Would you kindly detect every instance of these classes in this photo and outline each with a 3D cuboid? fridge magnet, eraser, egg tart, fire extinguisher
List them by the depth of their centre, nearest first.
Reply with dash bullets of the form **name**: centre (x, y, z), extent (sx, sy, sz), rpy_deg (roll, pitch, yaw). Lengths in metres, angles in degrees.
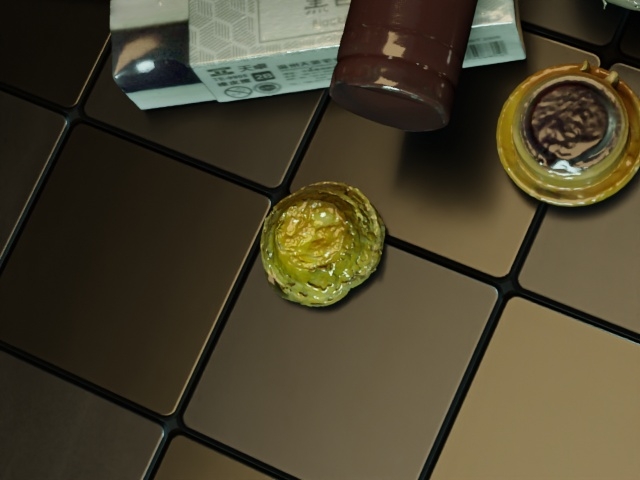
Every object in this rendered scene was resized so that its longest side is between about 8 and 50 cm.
- **fire extinguisher**: centre (0.091, -0.278, 1.392), extent (0.135, 0.114, 0.337), rpy_deg (19, 76, -16)
- **fridge magnet**: centre (0.237, -0.102, 1.440), extent (0.143, 0.063, 0.143), rpy_deg (-3, 73, 11)
- **egg tart**: centre (0.000, 0.000, 1.481), extent (0.130, 0.052, 0.130), rpy_deg (-4, 71, 13)
- **eraser**: centre (-0.004, -0.210, 1.516), extent (0.403, 0.098, 0.096), rpy_deg (-6, 73, 13)

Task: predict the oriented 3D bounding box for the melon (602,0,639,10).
- **melon**: centre (0.340, -0.351, 1.397), extent (0.223, 0.223, 0.317), rpy_deg (36, 85, 21)
